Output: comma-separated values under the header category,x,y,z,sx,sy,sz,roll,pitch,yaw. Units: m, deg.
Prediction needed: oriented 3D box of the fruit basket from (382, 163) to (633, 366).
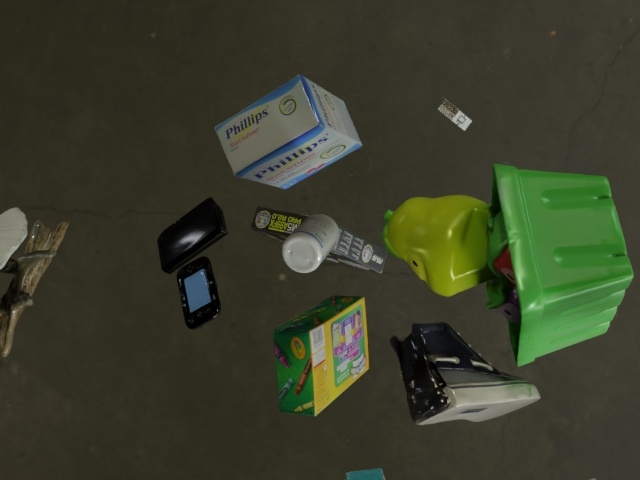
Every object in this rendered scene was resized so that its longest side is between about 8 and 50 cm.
category,x,y,z,sx,sy,sz,roll,pitch,yaw
fruit basket,0.288,0.041,1.125,0.392,0.392,0.282,-14,63,23

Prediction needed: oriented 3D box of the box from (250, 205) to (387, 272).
category,x,y,z,sx,sy,sz,roll,pitch,yaw
box,0.000,0.000,1.589,0.216,0.270,0.060,13,82,36

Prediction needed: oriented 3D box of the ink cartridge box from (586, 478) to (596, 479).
category,x,y,z,sx,sy,sz,roll,pitch,yaw
ink cartridge box,0.497,0.567,1.283,0.128,0.176,0.127,-25,93,21

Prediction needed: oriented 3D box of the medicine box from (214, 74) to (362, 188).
category,x,y,z,sx,sy,sz,roll,pitch,yaw
medicine box,-0.075,-0.269,1.736,0.263,0.289,0.149,-27,78,21

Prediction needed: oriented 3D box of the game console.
category,x,y,z,sx,sy,sz,roll,pitch,yaw
game console,-0.323,0.065,1.769,0.213,0.044,0.361,-35,50,16

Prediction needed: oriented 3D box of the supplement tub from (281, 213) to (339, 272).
category,x,y,z,sx,sy,sz,roll,pitch,yaw
supplement tub,-0.016,0.004,1.125,0.071,0.107,0.071,7,113,17

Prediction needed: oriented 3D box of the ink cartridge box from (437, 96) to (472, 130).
category,x,y,z,sx,sy,sz,roll,pitch,yaw
ink cartridge box,0.285,-0.272,1.442,0.028,0.083,0.048,-51,54,14

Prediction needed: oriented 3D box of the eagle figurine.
category,x,y,z,sx,sy,sz,roll,pitch,yaw
eagle figurine,-0.457,0.012,0.722,0.298,0.226,0.225,26,98,-20

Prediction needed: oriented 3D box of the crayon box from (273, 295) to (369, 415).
category,x,y,z,sx,sy,sz,roll,pitch,yaw
crayon box,0.010,0.223,1.362,0.081,0.278,0.165,0,99,26

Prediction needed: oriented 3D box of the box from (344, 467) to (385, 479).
category,x,y,z,sx,sy,sz,roll,pitch,yaw
box,0.064,0.478,1.072,0.060,0.100,0.244,-2,128,-13

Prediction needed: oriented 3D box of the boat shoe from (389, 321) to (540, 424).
category,x,y,z,sx,sy,sz,roll,pitch,yaw
boat shoe,0.258,0.224,1.171,0.127,0.341,0.158,-35,59,30
